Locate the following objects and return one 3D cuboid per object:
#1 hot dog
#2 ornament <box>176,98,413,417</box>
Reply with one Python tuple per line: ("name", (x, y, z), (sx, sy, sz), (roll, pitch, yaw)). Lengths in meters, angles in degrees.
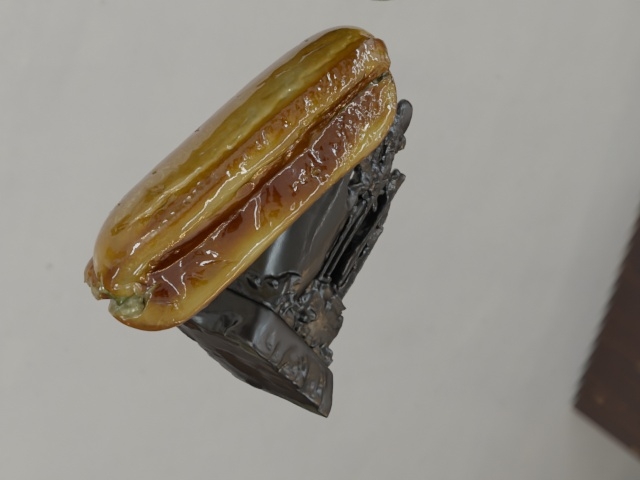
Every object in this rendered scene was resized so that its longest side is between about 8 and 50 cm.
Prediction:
("hot dog", (-0.047, -0.044, 1.077), (0.249, 0.068, 0.100), (-42, 142, -22))
("ornament", (0.000, 0.000, 1.464), (0.260, 0.106, 0.251), (-58, 156, -11))
